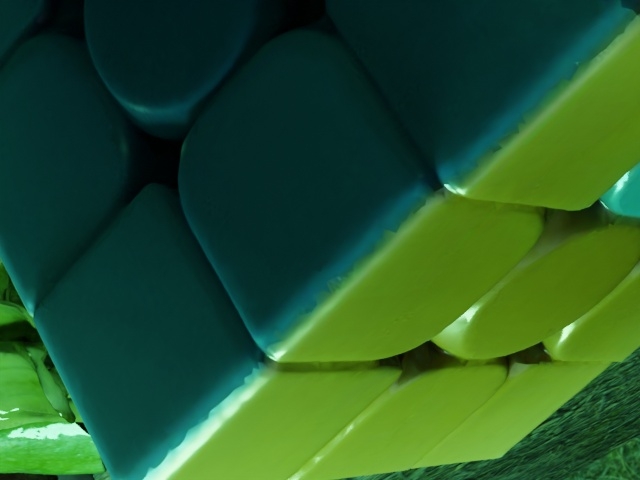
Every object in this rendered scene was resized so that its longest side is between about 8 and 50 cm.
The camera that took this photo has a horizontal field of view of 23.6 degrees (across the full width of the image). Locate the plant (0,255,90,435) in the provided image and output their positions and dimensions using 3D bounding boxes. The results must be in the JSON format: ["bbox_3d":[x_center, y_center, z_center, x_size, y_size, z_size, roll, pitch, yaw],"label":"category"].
[{"bbox_3d":[-0.216,0.090,0.745,0.261,0.297,0.306,-8,152,-16],"label":"plant"}]

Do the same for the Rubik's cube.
[{"bbox_3d":[0.030,-0.087,0.689,0.292,0.290,0.291,-46,152,26],"label":"Rubik's cube"}]

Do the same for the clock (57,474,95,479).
[{"bbox_3d":[-0.296,0.283,1.416,0.172,0.064,0.198,-7,148,-45],"label":"clock"}]

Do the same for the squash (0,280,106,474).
[{"bbox_3d":[-0.194,0.075,0.975,0.122,0.170,0.170,-14,156,-6],"label":"squash"}]

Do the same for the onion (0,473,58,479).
[{"bbox_3d":[-0.304,0.203,1.132,0.218,0.140,0.195,-25,162,-11],"label":"onion"}]
